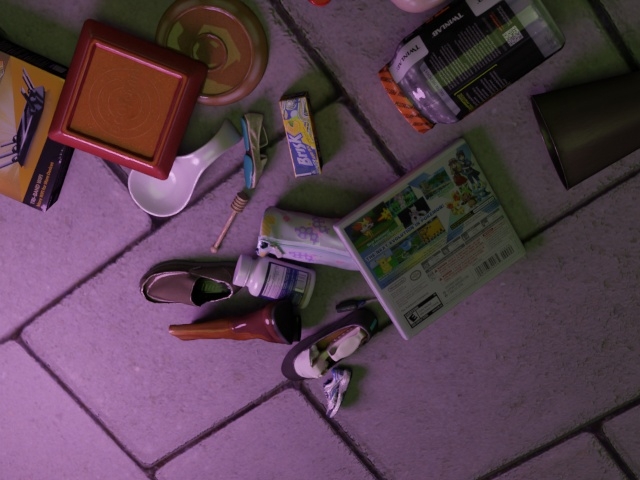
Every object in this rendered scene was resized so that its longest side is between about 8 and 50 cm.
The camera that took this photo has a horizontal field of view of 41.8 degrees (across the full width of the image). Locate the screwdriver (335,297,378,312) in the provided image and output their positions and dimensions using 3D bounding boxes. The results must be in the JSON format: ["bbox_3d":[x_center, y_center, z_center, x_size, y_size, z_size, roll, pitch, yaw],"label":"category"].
[{"bbox_3d":[0.115,0.134,1.911,0.170,0.024,0.025,-19,82,7],"label":"screwdriver"}]

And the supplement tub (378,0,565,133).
[{"bbox_3d":[0.278,-0.352,1.580,0.316,0.193,0.193,-35,106,18],"label":"supplement tub"}]

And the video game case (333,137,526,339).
[{"bbox_3d":[0.235,-0.002,1.755,0.329,0.036,0.300,-35,108,-7],"label":"video game case"}]

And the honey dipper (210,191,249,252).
[{"bbox_3d":[-0.206,-0.036,1.862,0.030,0.030,0.160,29,118,-7],"label":"honey dipper"}]

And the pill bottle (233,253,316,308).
[{"bbox_3d":[-0.103,0.086,1.855,0.169,0.094,0.094,17,115,-11],"label":"pill bottle"}]

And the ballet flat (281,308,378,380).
[{"bbox_3d":[0.012,0.253,1.929,0.280,0.096,0.095,-39,106,20],"label":"ballet flat"}]

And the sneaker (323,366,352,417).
[{"bbox_3d":[0.032,0.359,2.005,0.058,0.052,0.135,21,107,7],"label":"sneaker"}]

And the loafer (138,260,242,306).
[{"bbox_3d":[-0.296,0.100,1.896,0.251,0.087,0.094,-9,113,9],"label":"loafer"}]

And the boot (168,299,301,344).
[{"bbox_3d":[-0.195,0.180,1.851,0.281,0.264,0.096,0,85,6],"label":"boot"}]

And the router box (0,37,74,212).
[{"bbox_3d":[-0.642,-0.247,1.782,0.243,0.081,0.308,23,114,-5],"label":"router box"}]

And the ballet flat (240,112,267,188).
[{"bbox_3d":[-0.135,-0.188,1.774,0.052,0.057,0.168,-12,118,-20],"label":"ballet flat"}]

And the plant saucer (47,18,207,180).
[{"bbox_3d":[-0.391,-0.277,1.687,0.259,0.048,0.258,21,102,-8],"label":"plant saucer"}]

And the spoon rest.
[{"bbox_3d":[-0.294,-0.152,1.788,0.276,0.084,0.137,-35,106,18],"label":"spoon rest"}]

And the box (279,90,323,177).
[{"bbox_3d":[-0.039,-0.220,1.747,0.059,0.054,0.168,-8,113,10],"label":"box"}]

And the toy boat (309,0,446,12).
[{"bbox_3d":[0.106,-0.532,1.560,0.318,0.148,0.267,-26,114,8],"label":"toy boat"}]

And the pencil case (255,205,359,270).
[{"bbox_3d":[0.000,0.000,1.803,0.273,0.124,0.113,9,101,1],"label":"pencil case"}]

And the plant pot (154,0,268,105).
[{"bbox_3d":[-0.225,-0.385,1.706,0.236,0.032,0.236,3,114,6],"label":"plant pot"}]

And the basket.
[{"bbox_3d":[0.552,-0.233,1.633,0.227,0.154,0.204,-23,101,11],"label":"basket"}]
